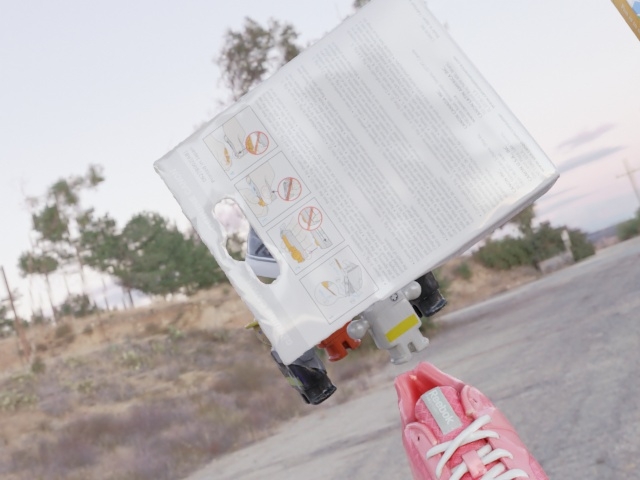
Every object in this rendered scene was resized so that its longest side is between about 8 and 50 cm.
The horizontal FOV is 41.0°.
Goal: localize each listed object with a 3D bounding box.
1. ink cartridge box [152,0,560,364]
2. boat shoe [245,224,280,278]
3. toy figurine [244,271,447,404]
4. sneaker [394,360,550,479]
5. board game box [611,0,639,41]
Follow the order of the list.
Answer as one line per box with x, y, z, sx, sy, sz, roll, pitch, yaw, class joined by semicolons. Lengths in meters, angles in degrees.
0.023;-0.047;0.607;0.225;0.181;0.056;-36;-12;6;ink cartridge box
0.000;0.000;0.892;0.080;0.076;0.228;-11;8;-37;boat shoe
0.032;0.078;1.053;0.213;0.148;0.209;-28;7;24;toy figurine
0.115;0.188;0.669;0.116;0.136;0.314;-29;13;-4;sneaker
0.360;-0.264;0.870;0.124;0.259;0.039;-25;-23;-2;board game box
